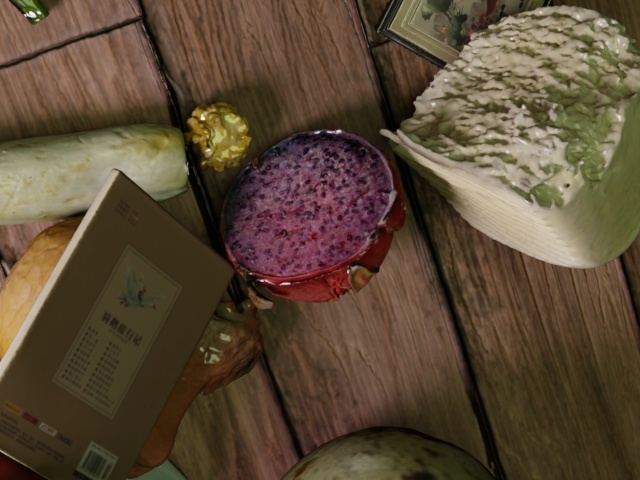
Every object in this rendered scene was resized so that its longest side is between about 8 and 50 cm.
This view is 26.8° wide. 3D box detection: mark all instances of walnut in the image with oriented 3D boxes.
[{"bbox_3d":[-0.279,0.069,1.492,0.159,0.159,0.207,37,75,-20],"label":"walnut"}]

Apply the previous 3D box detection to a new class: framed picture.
[{"bbox_3d":[0.189,-0.301,1.664,0.199,0.010,0.195,26,90,-20],"label":"framed picture"}]

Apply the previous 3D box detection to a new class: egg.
[{"bbox_3d":[0.076,0.427,1.579,0.345,0.345,0.428,0,114,-18],"label":"egg"}]

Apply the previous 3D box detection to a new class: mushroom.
[{"bbox_3d":[-0.301,-0.072,1.505,0.312,0.081,0.100,-7,108,-19],"label":"mushroom"}]

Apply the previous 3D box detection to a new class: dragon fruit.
[{"bbox_3d":[0.002,-0.003,1.580,0.218,0.224,0.148,-20,143,4],"label":"dragon fruit"}]

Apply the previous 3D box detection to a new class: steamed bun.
[{"bbox_3d":[0.269,-0.130,1.579,0.272,0.290,0.273,-50,132,-4],"label":"steamed bun"}]

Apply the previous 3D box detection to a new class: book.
[{"bbox_3d":[-0.224,0.109,1.432,0.217,0.021,0.310,44,66,-42],"label":"book"}]

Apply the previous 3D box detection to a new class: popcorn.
[{"bbox_3d":[-0.120,-0.120,1.569,0.082,0.057,0.083,29,86,-27],"label":"popcorn"}]

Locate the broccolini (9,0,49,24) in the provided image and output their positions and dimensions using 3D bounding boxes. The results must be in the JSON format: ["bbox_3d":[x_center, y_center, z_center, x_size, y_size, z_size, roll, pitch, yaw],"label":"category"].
[{"bbox_3d":[-0.372,-0.321,1.463,0.091,0.068,0.203,-33,124,3],"label":"broccolini"}]

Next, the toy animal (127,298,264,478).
[{"bbox_3d":[-0.179,0.171,1.554,0.157,0.097,0.312,43,65,-19],"label":"toy animal"}]

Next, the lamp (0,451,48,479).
[{"bbox_3d":[-0.409,0.339,1.401,0.303,0.257,0.303,-17,143,-13],"label":"lamp"}]

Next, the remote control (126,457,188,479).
[{"bbox_3d":[-0.298,0.352,1.591,0.296,0.056,0.140,-43,106,-6],"label":"remote control"}]
